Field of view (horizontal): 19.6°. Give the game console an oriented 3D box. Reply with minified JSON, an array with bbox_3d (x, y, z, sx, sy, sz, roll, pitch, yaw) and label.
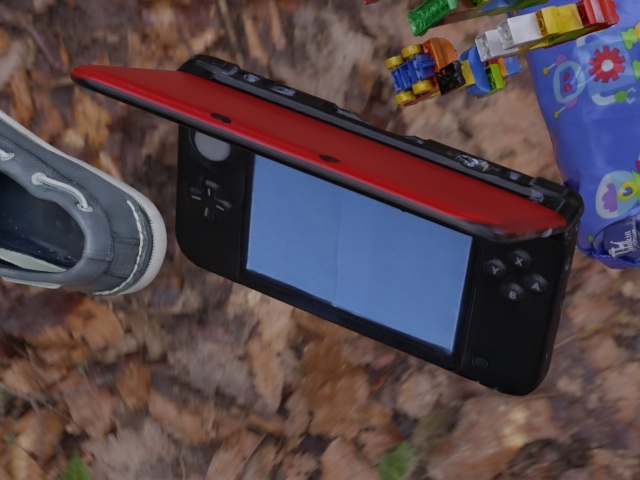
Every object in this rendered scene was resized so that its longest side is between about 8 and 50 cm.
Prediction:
[{"bbox_3d":[0.000,0.000,0.583,0.144,0.124,0.085,22,42,19],"label":"game console"}]

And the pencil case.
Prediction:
[{"bbox_3d":[0.205,-0.120,1.315,0.133,0.119,0.306,-23,65,17],"label":"pencil case"}]

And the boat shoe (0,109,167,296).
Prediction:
[{"bbox_3d":[-0.269,-0.042,1.370,0.319,0.099,0.116,22,101,20],"label":"boat shoe"}]

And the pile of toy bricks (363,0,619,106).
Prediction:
[{"bbox_3d":[0.113,-0.154,1.163,0.105,0.212,0.118,-15,88,-21],"label":"pile of toy bricks"}]
